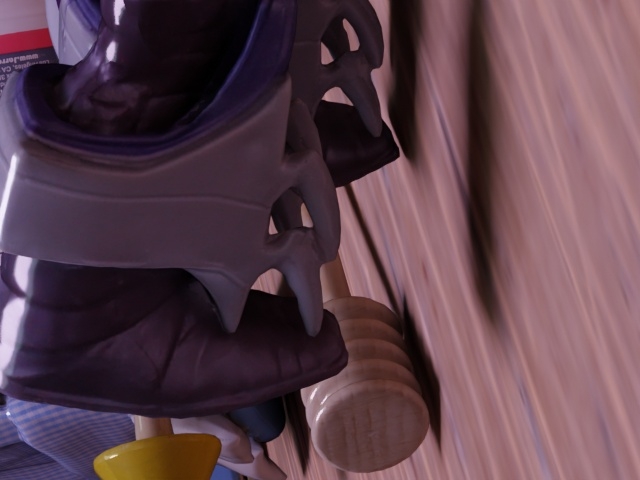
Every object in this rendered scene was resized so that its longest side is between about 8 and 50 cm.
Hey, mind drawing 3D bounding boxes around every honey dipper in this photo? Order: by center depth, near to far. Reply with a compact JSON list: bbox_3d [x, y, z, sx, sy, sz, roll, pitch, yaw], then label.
[{"bbox_3d":[0.000,0.000,0.549,0.161,0.030,0.030,-105,9,-53],"label":"honey dipper"}]

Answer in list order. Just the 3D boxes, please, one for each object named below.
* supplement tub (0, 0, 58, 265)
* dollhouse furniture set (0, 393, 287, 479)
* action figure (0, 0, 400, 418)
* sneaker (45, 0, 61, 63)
[{"bbox_3d":[-0.204,-0.032,1.310,0.191,0.191,0.272,-147,48,-79],"label":"supplement tub"},{"bbox_3d":[-0.143,0.154,0.791,0.303,0.286,0.198,68,-171,-74],"label":"dollhouse furniture set"},{"bbox_3d":[-0.023,-0.108,0.360,0.185,0.099,0.285,-99,8,-51],"label":"action figure"},{"bbox_3d":[-0.048,-0.151,0.607,0.098,0.083,0.224,-42,58,54],"label":"sneaker"}]
